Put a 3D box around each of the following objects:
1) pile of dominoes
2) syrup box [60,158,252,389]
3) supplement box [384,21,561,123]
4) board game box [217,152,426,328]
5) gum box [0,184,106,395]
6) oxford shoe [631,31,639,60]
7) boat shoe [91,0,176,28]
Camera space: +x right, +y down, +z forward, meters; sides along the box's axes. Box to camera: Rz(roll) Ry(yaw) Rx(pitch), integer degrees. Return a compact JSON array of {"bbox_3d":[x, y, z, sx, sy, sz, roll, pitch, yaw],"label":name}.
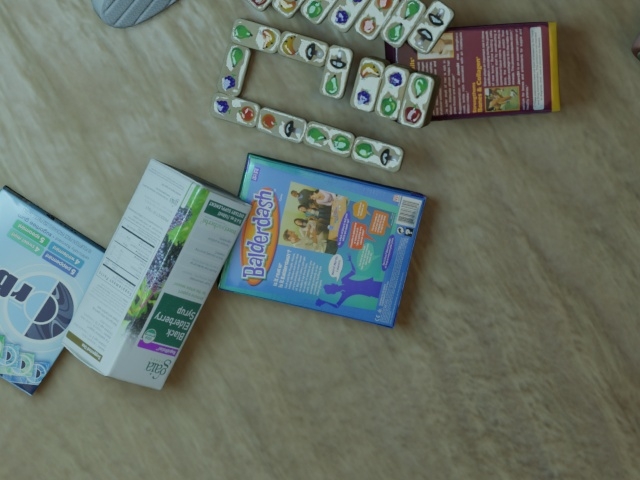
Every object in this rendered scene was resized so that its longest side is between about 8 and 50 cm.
[{"bbox_3d":[0.008,-0.196,1.728,0.251,0.040,0.196,18,102,13],"label":"pile of dominoes"},{"bbox_3d":[-0.183,0.039,1.747,0.093,0.096,0.237,23,95,-50],"label":"syrup box"},{"bbox_3d":[0.171,-0.191,1.775,0.188,0.081,0.104,-4,97,-5],"label":"supplement box"},{"bbox_3d":[0.000,0.000,1.800,0.210,0.047,0.160,14,96,-7],"label":"board game box"},{"bbox_3d":[-0.343,0.057,1.778,0.157,0.041,0.184,34,94,-9],"label":"gum box"},{"bbox_3d":[0.561,-0.199,1.786,0.397,0.140,0.147,24,87,-10],"label":"oxford shoe"},{"bbox_3d":[-0.153,-0.388,1.710,0.335,0.121,0.119,-51,61,16],"label":"boat shoe"}]
